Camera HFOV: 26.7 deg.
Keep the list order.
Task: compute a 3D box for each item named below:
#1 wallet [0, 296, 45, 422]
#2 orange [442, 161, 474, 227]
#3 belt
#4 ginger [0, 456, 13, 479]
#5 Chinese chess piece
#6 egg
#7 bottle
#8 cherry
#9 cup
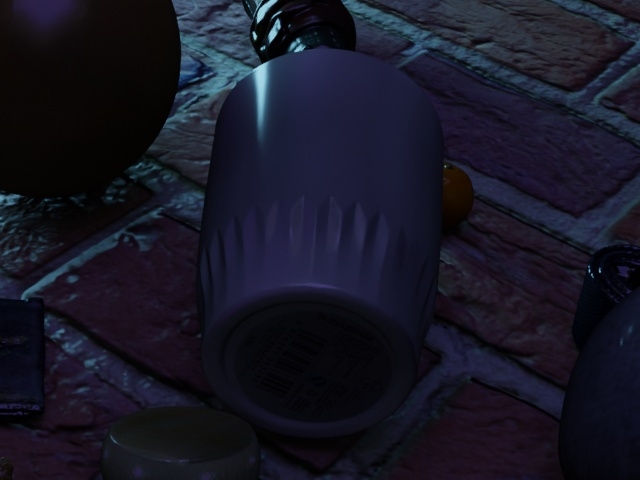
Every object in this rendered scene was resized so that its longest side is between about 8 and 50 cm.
[{"bbox_3d":[-0.329,0.116,1.338,0.111,0.030,0.166,3,40,-13],"label":"wallet"},{"bbox_3d":[0.141,-0.054,1.594,0.083,0.084,0.084,5,38,-4],"label":"orange"},{"bbox_3d":[0.383,0.088,1.418,0.230,0.126,0.139,25,43,22],"label":"belt"},{"bbox_3d":[-0.284,0.253,1.129,0.205,0.081,0.115,30,49,28],"label":"ginger"},{"bbox_3d":[-0.125,0.198,1.212,0.144,0.059,0.144,3,13,-1],"label":"Chinese chess piece"},{"bbox_3d":[-0.309,-0.223,1.543,0.301,0.301,0.374,2,53,-7],"label":"egg"},{"bbox_3d":[-0.022,-0.274,1.803,0.156,0.143,0.271,34,22,-33],"label":"bottle"},{"bbox_3d":[0.345,0.162,1.225,0.255,0.218,0.296,-14,51,33],"label":"cherry"},{"bbox_3d":[0.000,0.000,1.371,0.253,0.253,0.372,7,42,-1],"label":"cup"}]
